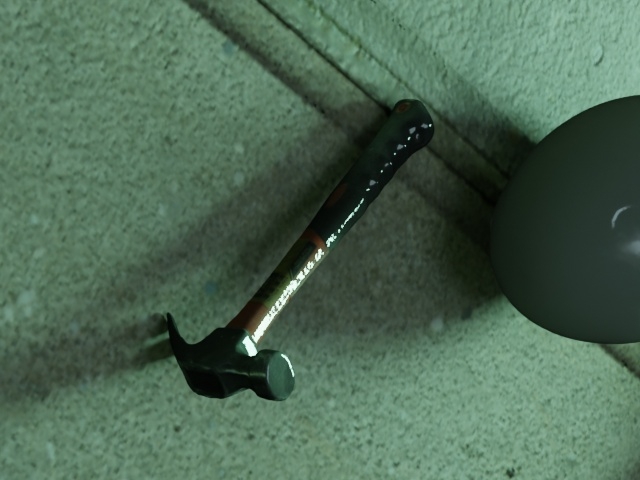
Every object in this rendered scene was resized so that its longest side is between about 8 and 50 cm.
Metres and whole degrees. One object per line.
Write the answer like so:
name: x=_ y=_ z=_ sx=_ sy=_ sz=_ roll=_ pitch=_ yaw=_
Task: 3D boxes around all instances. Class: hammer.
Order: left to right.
hammer: x=0.000 y=-0.001 z=1.229 sx=0.288 sy=0.111 sz=0.033 roll=-51 pitch=128 yaw=-37

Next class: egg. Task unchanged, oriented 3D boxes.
egg: x=0.223 y=-0.012 z=1.371 sx=0.232 sy=0.176 sz=0.176 roll=-27 pitch=112 yaw=-30
